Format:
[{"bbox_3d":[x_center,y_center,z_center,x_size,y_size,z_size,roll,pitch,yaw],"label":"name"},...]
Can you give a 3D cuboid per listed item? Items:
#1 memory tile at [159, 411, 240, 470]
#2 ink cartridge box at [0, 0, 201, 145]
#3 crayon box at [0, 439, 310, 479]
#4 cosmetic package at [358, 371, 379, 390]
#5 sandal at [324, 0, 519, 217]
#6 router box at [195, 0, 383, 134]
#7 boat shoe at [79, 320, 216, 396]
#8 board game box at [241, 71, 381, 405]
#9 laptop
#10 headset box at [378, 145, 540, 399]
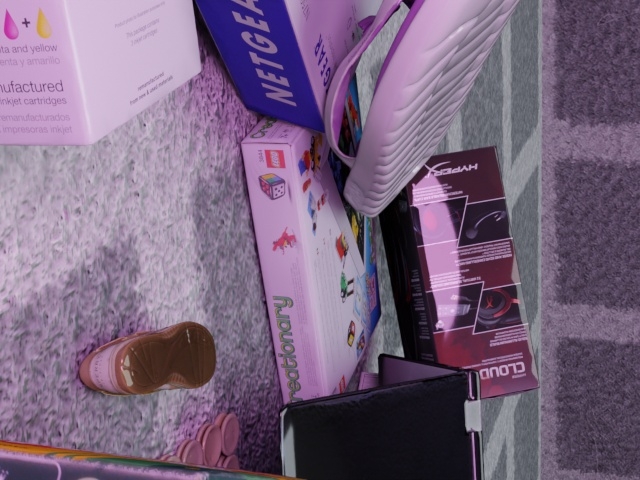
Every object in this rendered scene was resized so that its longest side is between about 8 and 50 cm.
[{"bbox_3d":[-0.100,0.210,0.889,0.148,0.012,0.113,-24,115,-68],"label":"memory tile"},{"bbox_3d":[-0.148,-0.147,0.517,0.127,0.128,0.176,-51,139,-60],"label":"ink cartridge box"},{"bbox_3d":[-0.099,0.160,0.599,0.318,0.202,0.081,41,54,-68],"label":"crayon box"},{"bbox_3d":[0.096,0.266,1.394,0.239,0.060,0.099,65,34,-53],"label":"cosmetic package"},{"bbox_3d":[0.059,-0.133,0.895,0.169,0.102,0.416,-49,172,-23],"label":"sandal"},{"bbox_3d":[0.004,-0.283,0.829,0.335,0.082,0.301,65,45,-72],"label":"router box"},{"bbox_3d":[-0.118,0.083,0.765,0.135,0.045,0.050,11,75,-67],"label":"boat shoe"},{"bbox_3d":[0.000,0.000,1.083,0.193,0.053,0.305,-57,146,-55],"label":"board game box"},{"bbox_3d":[0.033,0.316,1.038,0.408,0.236,0.382,173,-84,-74],"label":"laptop"},{"bbox_3d":[0.150,0.057,1.237,0.218,0.110,0.293,151,-71,-84],"label":"headset box"}]
